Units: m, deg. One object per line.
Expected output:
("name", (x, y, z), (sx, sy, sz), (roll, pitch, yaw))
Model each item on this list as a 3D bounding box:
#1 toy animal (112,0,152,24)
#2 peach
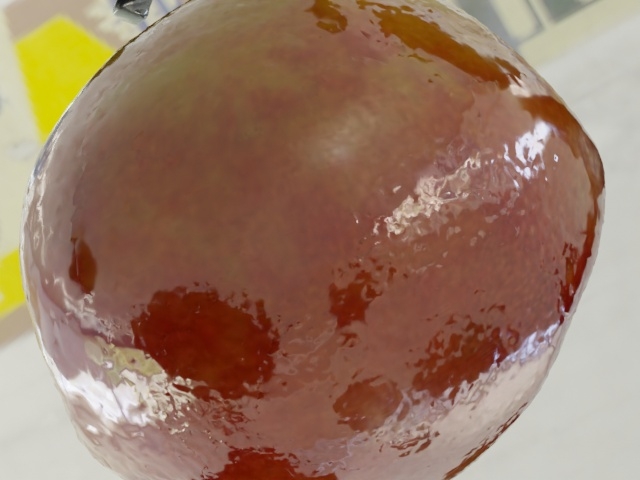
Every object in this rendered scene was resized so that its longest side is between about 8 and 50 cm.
("toy animal", (-0.291, -0.299, 1.425), (0.106, 0.343, 0.168), (111, 1, -74))
("peach", (0.000, 0.000, 0.939), (0.332, 0.307, 0.308), (-23, -156, -7))
